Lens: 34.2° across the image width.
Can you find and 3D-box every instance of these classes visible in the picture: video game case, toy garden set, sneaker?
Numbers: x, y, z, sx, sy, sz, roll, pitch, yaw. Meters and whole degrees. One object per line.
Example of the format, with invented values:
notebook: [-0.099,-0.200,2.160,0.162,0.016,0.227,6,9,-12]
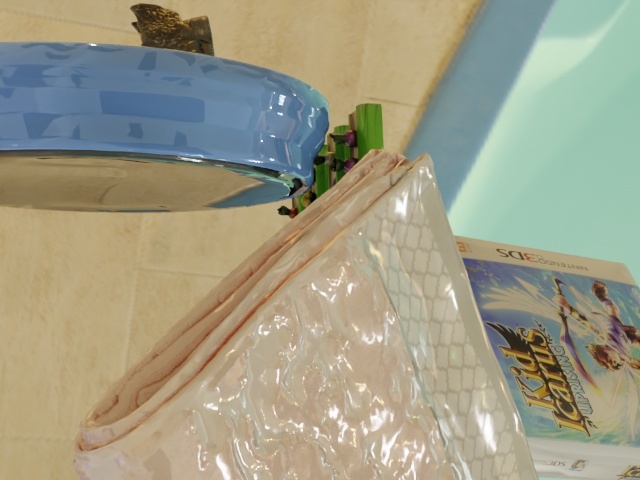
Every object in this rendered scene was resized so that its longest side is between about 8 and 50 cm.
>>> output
video game case: [0.244,0.115,1.027,0.244,0.269,0.061,8,129,-22]
toy garden set: [0.000,0.000,1.007,0.049,0.244,0.203,2,78,-16]
sneaker: [-0.157,-0.190,1.117,0.089,0.051,0.170,-8,58,-4]

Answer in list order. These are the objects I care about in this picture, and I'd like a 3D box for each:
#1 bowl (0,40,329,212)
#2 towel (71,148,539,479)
bowl: [-0.187,-0.079,0.886,0.391,0.391,0.077,2,85,-20]
towel: [0.034,0.151,0.556,0.317,0.053,0.331,-45,120,-51]
